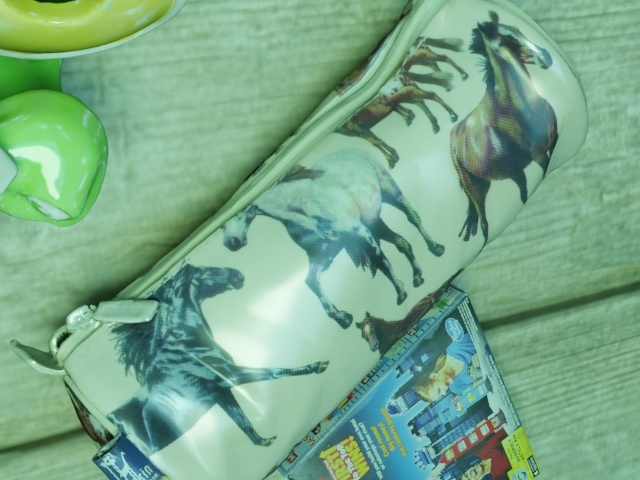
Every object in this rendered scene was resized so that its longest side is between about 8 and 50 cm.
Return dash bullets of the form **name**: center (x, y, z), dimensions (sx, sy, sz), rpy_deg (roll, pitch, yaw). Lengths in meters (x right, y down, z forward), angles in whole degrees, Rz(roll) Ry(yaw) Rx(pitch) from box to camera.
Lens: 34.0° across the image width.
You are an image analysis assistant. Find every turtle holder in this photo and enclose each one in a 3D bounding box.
- **turtle holder**: center (-0.160, -0.196, 0.550), dimensions (0.243, 0.227, 0.320), rpy_deg (32, 88, -29)

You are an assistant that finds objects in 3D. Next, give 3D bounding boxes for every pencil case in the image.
- **pencil case**: center (0.000, 0.000, 0.718), dimensions (0.410, 0.160, 0.183), rpy_deg (-45, 132, -8)

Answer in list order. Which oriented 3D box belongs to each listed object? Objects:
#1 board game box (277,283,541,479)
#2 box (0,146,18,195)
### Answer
- **board game box**: center (0.060, 0.161, 0.847), dimensions (0.194, 0.060, 0.194), rpy_deg (-31, 115, -14)
- **box**: center (-0.348, -0.086, 0.461), dimensions (0.345, 0.215, 0.168), rpy_deg (53, 47, -24)
